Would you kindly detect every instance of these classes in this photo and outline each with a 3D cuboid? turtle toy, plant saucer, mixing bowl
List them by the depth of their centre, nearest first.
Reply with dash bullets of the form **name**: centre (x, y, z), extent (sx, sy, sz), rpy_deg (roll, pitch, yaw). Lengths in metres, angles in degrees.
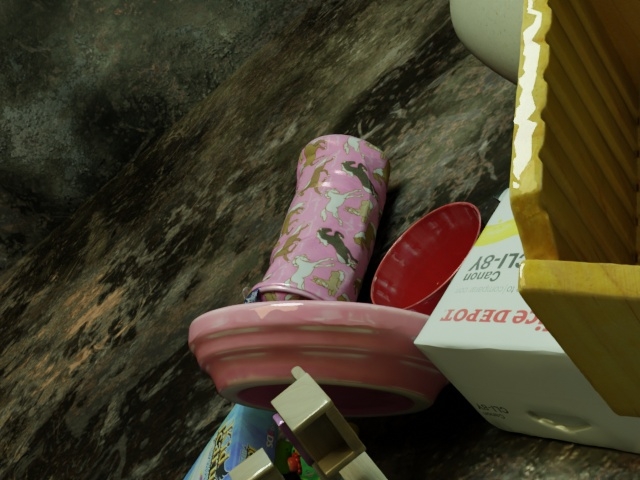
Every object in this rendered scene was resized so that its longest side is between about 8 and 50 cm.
- **plant saucer**: centre (0.008, 0.150, 1.327), extent (0.332, 0.332, 0.084), rpy_deg (-18, 62, 48)
- **turtle toy**: centre (-0.012, 0.273, 1.439), extent (0.130, 0.066, 0.095), rpy_deg (-28, 29, 38)
- **mixing bowl**: centre (0.164, 0.050, 1.456), extent (0.181, 0.098, 0.181), rpy_deg (-38, 24, 20)

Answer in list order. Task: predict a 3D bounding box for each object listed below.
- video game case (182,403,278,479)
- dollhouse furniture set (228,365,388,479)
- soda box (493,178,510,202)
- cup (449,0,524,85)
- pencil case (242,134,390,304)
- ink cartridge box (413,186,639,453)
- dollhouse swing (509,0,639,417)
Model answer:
- **video game case**: centre (-0.142, 0.368, 1.429), extent (0.244, 0.061, 0.269), rpy_deg (-54, 17, 30)
- **dollhouse furniture set**: centre (-0.066, 0.321, 1.173), extent (0.303, 0.286, 0.198), rpy_deg (-37, 22, -7)
- **soda box**: centre (0.288, -0.038, 1.432), extent (0.053, 0.060, 0.169), rpy_deg (-48, 23, 1)
- **cup**: centre (0.369, -0.299, 1.458), extent (0.331, 0.331, 0.237), rpy_deg (-41, 49, 13)
- **pencil case**: centre (0.000, 0.000, 1.755), extent (0.160, 0.167, 0.386), rpy_deg (105, -176, -47)
- **ink cartridge box**: centre (0.315, 0.010, 1.178), extent (0.279, 0.160, 0.384), rpy_deg (-4, 47, 57)
- **dollhouse swing**: centre (0.356, -0.063, 0.889), extent (0.305, 0.315, 0.346), rpy_deg (-9, 55, 31)
